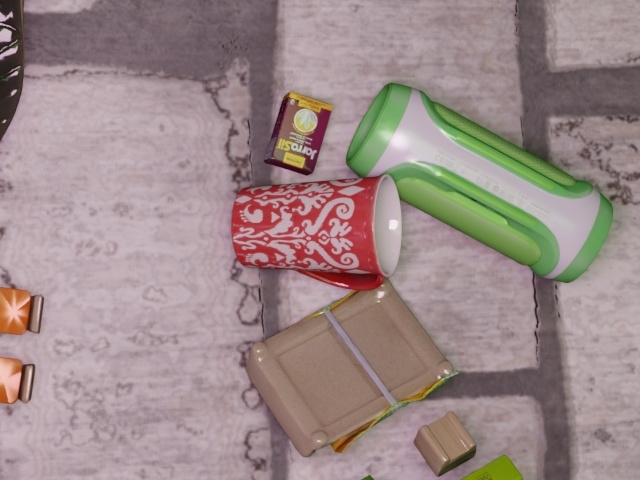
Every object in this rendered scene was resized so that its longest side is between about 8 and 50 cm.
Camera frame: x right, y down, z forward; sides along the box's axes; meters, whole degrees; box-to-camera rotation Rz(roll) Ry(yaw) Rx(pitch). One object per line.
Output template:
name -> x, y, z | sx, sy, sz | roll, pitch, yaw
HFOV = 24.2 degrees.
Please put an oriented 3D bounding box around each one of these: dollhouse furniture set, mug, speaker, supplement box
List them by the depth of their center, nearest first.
dollhouse furniture set -> -0.422, 0.049, 1.582 | 0.262, 0.135, 0.259 | 8, 85, -11
mug -> -0.003, 0.002, 1.664 | 0.169, 0.113, 0.150 | 0, 112, 18
dollhouse furniture set -> 0.065, 0.222, 1.708 | 0.197, 0.151, 0.301 | -27, 63, -18
speaker -> 0.182, -0.065, 1.719 | 0.296, 0.131, 0.131 | 28, 81, -9
supplement box -> -0.025, -0.123, 1.722 | 0.055, 0.043, 0.083 | 17, 84, -12

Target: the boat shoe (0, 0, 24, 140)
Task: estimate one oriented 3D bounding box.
boat shoe -> -0.372, -0.237, 1.618 | 0.122, 0.120, 0.324 | 12, 106, -14
